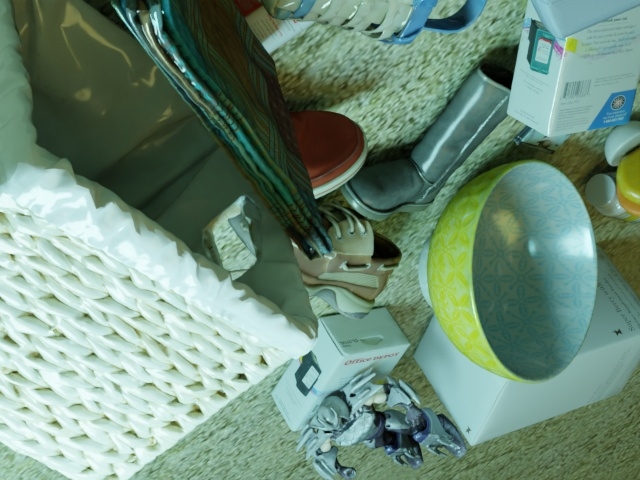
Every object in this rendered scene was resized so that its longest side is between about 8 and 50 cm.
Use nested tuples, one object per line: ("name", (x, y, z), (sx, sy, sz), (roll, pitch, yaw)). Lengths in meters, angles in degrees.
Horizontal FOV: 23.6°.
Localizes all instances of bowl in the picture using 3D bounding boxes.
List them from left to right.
("bowl", (0.224, 0.039, 2.016), (0.156, 0.289, 0.289), (0, 176, 43))

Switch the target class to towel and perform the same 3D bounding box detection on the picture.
("towel", (-0.092, -0.174, 1.285), (0.040, 0.271, 0.370), (-24, 143, 10))

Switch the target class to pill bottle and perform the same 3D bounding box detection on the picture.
("pill bottle", (0.425, -0.063, 2.176), (0.065, 0.065, 0.116), (-47, 148, 23))

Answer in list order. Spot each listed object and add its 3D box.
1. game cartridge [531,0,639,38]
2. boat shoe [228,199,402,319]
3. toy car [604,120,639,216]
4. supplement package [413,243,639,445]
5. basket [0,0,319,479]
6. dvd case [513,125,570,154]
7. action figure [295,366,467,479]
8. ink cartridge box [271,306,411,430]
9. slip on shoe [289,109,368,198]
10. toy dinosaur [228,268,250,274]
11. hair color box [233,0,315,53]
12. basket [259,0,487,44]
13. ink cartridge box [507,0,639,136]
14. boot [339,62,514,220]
("game cartridge", (0.288, -0.353, 1.561), (0.196, 0.060, 0.294), (-22, 132, -11))
("boat shoe", (0.000, 0.000, 1.833), (0.116, 0.123, 0.324), (-46, 155, 9))
("toy car", (0.484, -0.098, 2.091), (0.182, 0.159, 0.136), (-30, 156, -6))
("supplement package", (0.321, 0.153, 2.281), (0.293, 0.177, 0.175), (-15, 146, -29))
("basket", (-0.227, -0.013, 1.314), (0.266, 0.328, 0.331), (-40, 130, 17))
("dvd case", (0.314, -0.162, 1.978), (0.087, 0.013, 0.119), (10, 130, -50))
("action figure", (0.083, 0.265, 2.162), (0.185, 0.099, 0.285), (-36, 149, 24))
("ink cartridge box", (0.028, 0.179, 2.149), (0.127, 0.072, 0.175), (-6, 142, -38))
("slip on shoe", (-0.084, -0.104, 1.594), (0.331, 0.123, 0.101), (-3, 135, -33))
("toy dinosaur", (-0.182, 0.084, 1.845), (0.211, 0.064, 0.112), (-43, 168, 35))
("hair color box", (-0.046, -0.231, 1.509), (0.141, 0.043, 0.072), (-33, 149, 3))
("basket", (0.066, -0.302, 1.340), (0.289, 0.201, 0.255), (0, 125, -33))
("ink cartridge box", (0.304, -0.243, 1.744), (0.134, 0.078, 0.231), (-11, 122, -33))
("boot", (0.137, -0.118, 1.816), (0.208, 0.076, 0.189), (-44, 163, 32))
